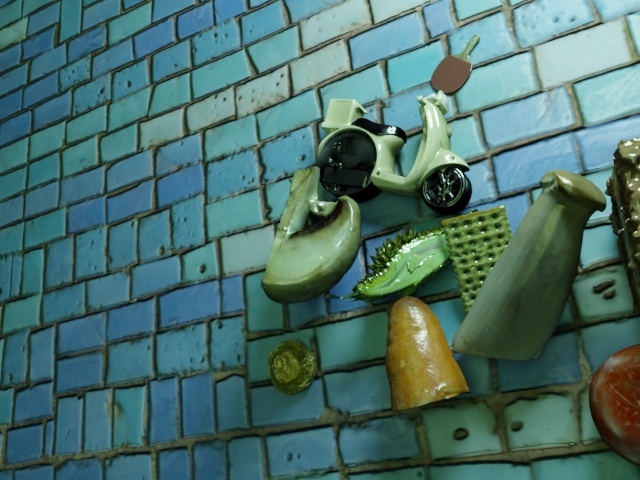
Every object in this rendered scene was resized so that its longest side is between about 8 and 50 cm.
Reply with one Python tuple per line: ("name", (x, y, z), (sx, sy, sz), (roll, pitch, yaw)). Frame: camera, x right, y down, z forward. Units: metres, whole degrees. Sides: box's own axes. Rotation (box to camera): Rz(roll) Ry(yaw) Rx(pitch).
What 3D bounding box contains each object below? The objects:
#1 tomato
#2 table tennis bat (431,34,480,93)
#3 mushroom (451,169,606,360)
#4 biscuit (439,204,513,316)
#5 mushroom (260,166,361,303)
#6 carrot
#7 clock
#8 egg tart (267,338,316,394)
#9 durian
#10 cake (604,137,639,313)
("tomato", (0.543, 0.283, 1.009), (0.155, 0.181, 0.214), (-16, 60, 41))
("table tennis bat", (0.323, -0.413, 1.389), (0.087, 0.013, 0.156), (36, 95, 32))
("mushroom", (0.396, 0.071, 1.104), (0.154, 0.137, 0.407), (35, 114, 30))
("biscuit", (0.335, 0.056, 1.200), (0.139, 0.016, 0.231), (-15, 90, 19))
("mushroom", (0.002, 0.009, 1.314), (0.212, 0.217, 0.292), (-4, 63, 15))
("carrot", (0.198, 0.217, 1.185), (0.159, 0.159, 0.225), (-17, 70, 21))
("clock", (0.168, -0.206, 1.350), (0.379, 0.120, 0.276), (7, 82, 28))
("egg tart", (-0.072, 0.287, 1.362), (0.130, 0.052, 0.130), (-9, 72, 27))
("durian", (0.182, 0.045, 1.260), (0.375, 0.106, 0.132), (-32, 87, -9))
("cake", (0.632, -0.028, 0.966), (0.282, 0.290, 0.255), (-10, 73, 23))
